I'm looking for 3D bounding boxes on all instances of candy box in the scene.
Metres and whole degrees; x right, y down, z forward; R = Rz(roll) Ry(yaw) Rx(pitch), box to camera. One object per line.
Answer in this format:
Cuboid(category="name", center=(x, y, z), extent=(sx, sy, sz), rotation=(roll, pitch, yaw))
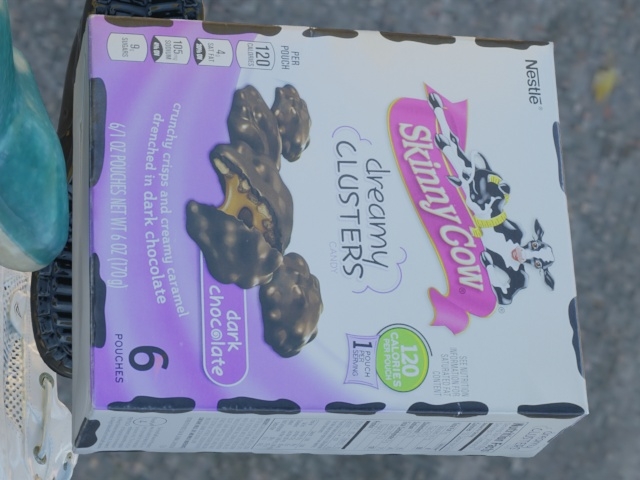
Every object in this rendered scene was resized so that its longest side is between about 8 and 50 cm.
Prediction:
Cuboid(category="candy box", center=(0.000, 0.000, 0.767), extent=(0.196, 0.070, 0.164), rotation=(2, 69, -13))

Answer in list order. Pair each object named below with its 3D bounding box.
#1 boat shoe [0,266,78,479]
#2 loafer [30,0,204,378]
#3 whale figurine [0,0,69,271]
Cuboid(category="boat shoe", center=(-0.187, 0.125, 1.134), extent=(0.096, 0.098, 0.277), rotation=(22, 52, -38))
Cuboid(category="loafer", center=(-0.101, -0.036, 0.982), extent=(0.080, 0.078, 0.220), rotation=(11, 97, -13))
Cuboid(category="whale figurine", center=(-0.153, -0.091, 0.615), extent=(0.141, 0.216, 0.272), rotation=(-34, 144, 11))
